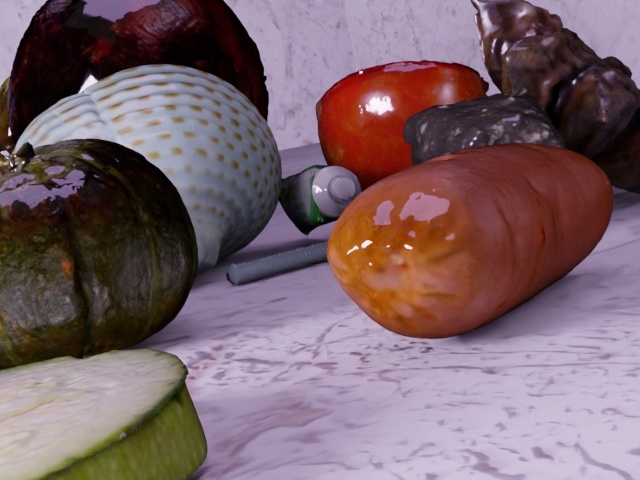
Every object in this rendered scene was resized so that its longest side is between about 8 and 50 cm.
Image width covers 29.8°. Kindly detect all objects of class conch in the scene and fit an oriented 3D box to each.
[{"bbox_3d":[-0.194,-0.057,1.196,0.303,0.215,0.319,-20,5,6],"label":"conch"}]

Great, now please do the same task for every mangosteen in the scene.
[{"bbox_3d":[-0.284,-0.184,1.725,0.421,0.381,0.381,-25,0,26],"label":"mangosteen"}]

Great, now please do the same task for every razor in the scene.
[{"bbox_3d":[0.002,0.007,1.124,0.211,0.036,0.084,-22,-3,-37],"label":"razor"}]

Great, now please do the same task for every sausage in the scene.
[{"bbox_3d":[0.095,-0.004,0.750,0.114,0.113,0.259,-6,7,31],"label":"sausage"}]

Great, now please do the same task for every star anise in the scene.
[{"bbox_3d":[0.281,-0.133,1.217,0.315,0.108,0.315,33,13,-8],"label":"star anise"}]

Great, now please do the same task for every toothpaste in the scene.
[{"bbox_3d":[-0.006,-0.043,1.213,0.047,0.078,0.248,-34,5,-13],"label":"toothpaste"}]

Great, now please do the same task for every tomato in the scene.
[{"bbox_3d":[0.102,-0.085,1.261,0.200,0.139,0.233,-11,-23,35],"label":"tomato"}]

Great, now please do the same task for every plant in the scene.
[{"bbox_3d":[0.147,-0.064,1.073,0.132,0.129,0.194,-10,10,-3],"label":"plant"}]

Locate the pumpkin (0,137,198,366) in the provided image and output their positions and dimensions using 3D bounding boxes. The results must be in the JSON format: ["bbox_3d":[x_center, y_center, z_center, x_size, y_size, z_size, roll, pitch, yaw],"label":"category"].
[{"bbox_3d":[-0.206,0.006,0.861,0.238,0.159,0.238,-7,11,1],"label":"pumpkin"}]

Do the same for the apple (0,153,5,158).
[{"bbox_3d":[-0.471,-0.039,1.561,0.182,0.182,0.155,-13,-11,-28],"label":"apple"}]

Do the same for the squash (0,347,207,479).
[{"bbox_3d":[-0.161,0.104,0.532,0.219,0.041,0.219,-13,9,2],"label":"squash"}]
